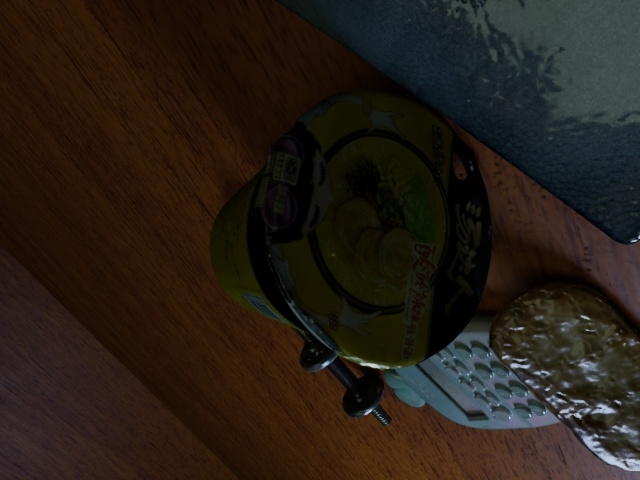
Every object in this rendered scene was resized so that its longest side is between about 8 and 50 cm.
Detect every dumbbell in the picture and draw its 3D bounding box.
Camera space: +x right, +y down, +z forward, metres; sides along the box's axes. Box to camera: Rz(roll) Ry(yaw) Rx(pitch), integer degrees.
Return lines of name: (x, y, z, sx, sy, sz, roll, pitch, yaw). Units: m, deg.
dumbbell: (0.035, 0.210, 0.777, 0.081, 0.082, 0.254, -14, 121, 51)

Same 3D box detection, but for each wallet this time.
wallet: (0.100, -0.156, 0.296, 0.378, 0.046, 0.191, 36, 147, 5)

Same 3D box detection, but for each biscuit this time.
biscuit: (0.269, 0.137, 0.472, 0.247, 0.029, 0.118, 45, 115, -8)

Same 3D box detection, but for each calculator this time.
calculator: (0.186, 0.168, 0.613, 0.184, 0.042, 0.295, 45, 144, -10)

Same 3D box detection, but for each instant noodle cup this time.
instant noodle cup: (0.000, 0.000, 0.458, 0.216, 0.215, 0.236, 49, 153, -16)
